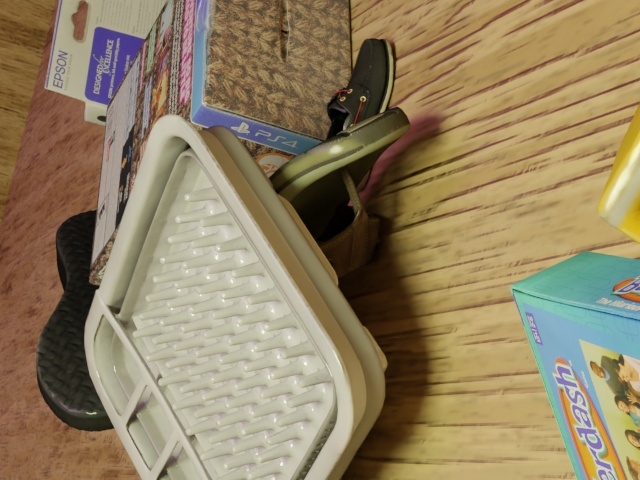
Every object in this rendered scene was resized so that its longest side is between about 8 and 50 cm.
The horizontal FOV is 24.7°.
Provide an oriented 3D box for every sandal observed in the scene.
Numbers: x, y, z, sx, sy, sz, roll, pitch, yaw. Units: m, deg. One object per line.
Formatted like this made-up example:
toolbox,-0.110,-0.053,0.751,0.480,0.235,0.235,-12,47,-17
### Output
sandal,-0.201,0.092,1.530,0.445,0.168,0.107,-105,11,-65
sandal,0.001,0.000,1.143,0.086,0.120,0.302,49,141,14

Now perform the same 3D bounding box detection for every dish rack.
dish rack,-0.065,0.093,1.093,0.285,0.072,0.332,57,144,27

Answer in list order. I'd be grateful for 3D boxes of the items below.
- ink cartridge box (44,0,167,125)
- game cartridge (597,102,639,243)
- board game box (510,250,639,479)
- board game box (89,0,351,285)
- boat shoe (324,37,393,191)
ink cartridge box,-0.196,-0.211,1.605,0.045,0.208,0.206,-44,36,52
game cartridge,0.214,-0.160,0.575,0.285,0.053,0.324,-64,-9,25
board game box,0.168,0.092,0.593,0.210,0.047,0.160,13,125,68
board game box,-0.098,-0.109,1.380,0.291,0.141,0.232,-50,32,46
boat shoe,0.028,-0.108,1.208,0.049,0.042,0.133,173,113,-69
